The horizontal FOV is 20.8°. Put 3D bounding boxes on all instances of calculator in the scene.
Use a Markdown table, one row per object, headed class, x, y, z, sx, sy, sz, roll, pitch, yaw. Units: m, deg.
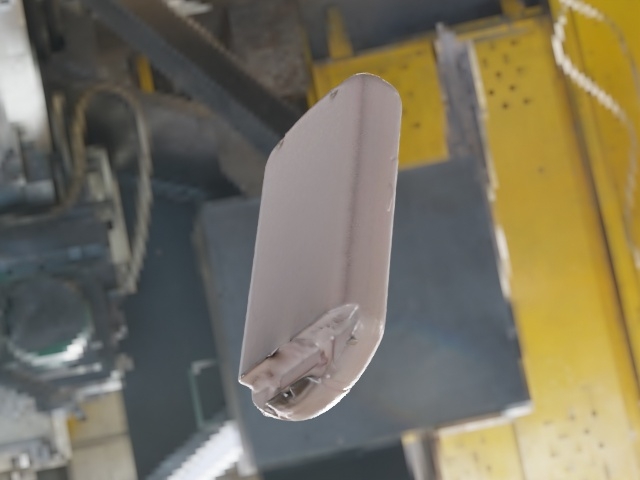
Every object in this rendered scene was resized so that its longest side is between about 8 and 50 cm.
| class | x | y | z | sx | sy | sz | roll | pitch | yaw |
| --- | --- | --- | --- | --- | --- | --- | --- | --- | --- |
| calculator | 0.000 | 0.000 | 0.814 | 0.032 | 0.175 | 0.100 | 21 | 146 | -23 |
